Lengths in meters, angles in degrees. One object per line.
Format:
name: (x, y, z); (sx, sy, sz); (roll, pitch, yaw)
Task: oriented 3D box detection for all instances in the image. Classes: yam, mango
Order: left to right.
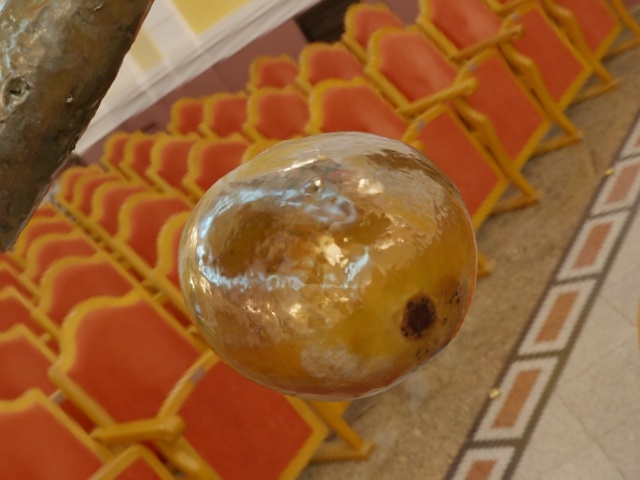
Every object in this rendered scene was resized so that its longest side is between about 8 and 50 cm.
yam: (-0.164, -0.080, 0.560); (0.179, 0.078, 0.078); (-59, 16, 1)
mango: (0.000, 0.000, 0.684); (0.192, 0.146, 0.316); (-10, 19, -5)
